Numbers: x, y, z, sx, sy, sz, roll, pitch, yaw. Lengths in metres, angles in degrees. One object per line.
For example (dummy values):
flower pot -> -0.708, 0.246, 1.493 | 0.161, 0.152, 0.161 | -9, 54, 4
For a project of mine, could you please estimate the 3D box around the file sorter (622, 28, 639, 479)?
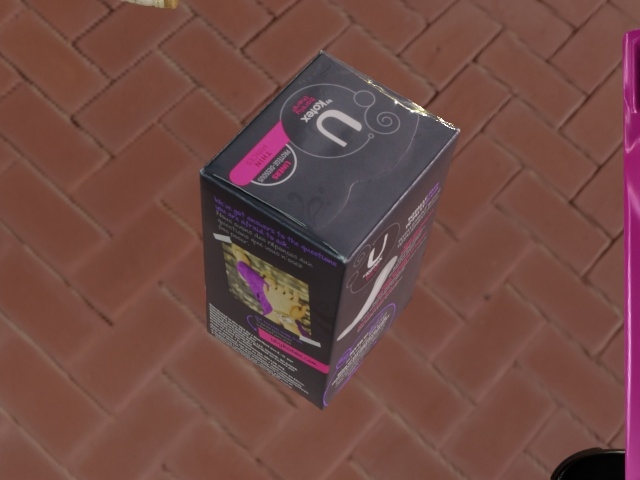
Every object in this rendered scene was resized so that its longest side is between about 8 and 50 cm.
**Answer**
file sorter -> 0.279, 0.044, 0.550 | 0.202, 0.182, 0.290 | -6, 73, 32

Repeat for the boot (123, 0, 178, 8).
boot -> -0.261, -0.364, 1.241 | 0.204, 0.095, 0.261 | -1, 56, -7

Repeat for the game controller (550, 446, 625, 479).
game controller -> 0.317, 0.237, 0.786 | 0.319, 0.067, 0.166 | 2, 81, -2

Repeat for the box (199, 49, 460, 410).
box -> 0.000, 0.000, 0.949 | 0.143, 0.270, 0.165 | 33, 60, 15
